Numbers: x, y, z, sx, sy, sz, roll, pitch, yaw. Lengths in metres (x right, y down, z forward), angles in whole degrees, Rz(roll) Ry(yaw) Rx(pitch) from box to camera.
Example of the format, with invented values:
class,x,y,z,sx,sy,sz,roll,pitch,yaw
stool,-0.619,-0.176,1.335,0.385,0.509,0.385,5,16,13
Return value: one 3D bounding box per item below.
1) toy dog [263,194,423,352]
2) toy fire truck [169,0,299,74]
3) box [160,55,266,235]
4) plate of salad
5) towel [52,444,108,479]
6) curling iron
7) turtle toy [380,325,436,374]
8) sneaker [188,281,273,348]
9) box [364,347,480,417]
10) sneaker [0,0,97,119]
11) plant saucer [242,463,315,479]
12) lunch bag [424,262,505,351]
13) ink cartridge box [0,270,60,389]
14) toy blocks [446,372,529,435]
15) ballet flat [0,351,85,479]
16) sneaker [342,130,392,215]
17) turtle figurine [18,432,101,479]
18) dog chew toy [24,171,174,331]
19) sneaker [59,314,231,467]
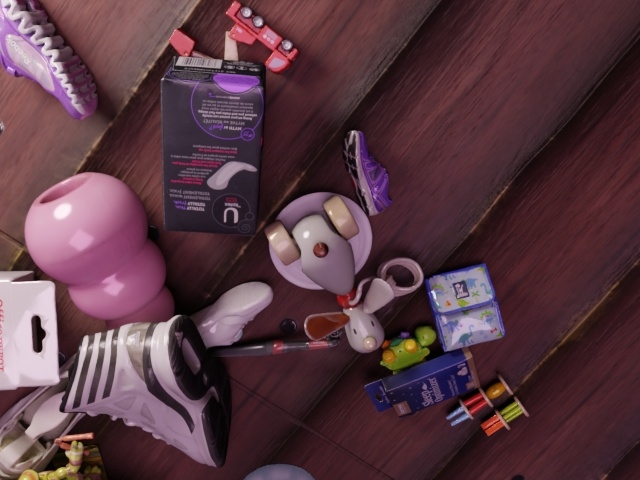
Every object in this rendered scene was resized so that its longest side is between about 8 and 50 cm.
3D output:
class,x,y,z,sx,sy,sz,roll,pitch,yaw
toy dog,0.041,0.077,1.198,0.333,0.161,0.220,40,101,-20
toy fire truck,-0.148,-0.336,1.151,0.192,0.047,0.135,36,103,-16
box,-0.181,-0.160,1.137,0.165,0.143,0.270,4,119,-6
plate of salad,0.000,0.000,1.276,0.199,0.048,0.200,-3,111,-7
towel,-0.506,0.551,1.440,0.102,0.021,0.237,-8,110,-1
curling iron,-0.089,0.211,1.341,0.274,0.068,0.035,-12,111,5
turtle toy,0.179,0.221,1.355,0.130,0.066,0.095,-27,135,5
sneaker,-0.173,0.159,1.313,0.212,0.080,0.094,-28,120,12
box,0.214,0.302,1.373,0.225,0.036,0.136,-22,138,4
sneaker,-0.476,-0.301,1.120,0.104,0.095,0.236,-30,104,13
plant saucer,-0.093,0.589,1.477,0.195,0.037,0.195,-1,108,-4
lunch bag,0.286,0.132,1.325,0.128,0.096,0.151,-14,93,3
ink cartridge box,-0.648,0.165,1.225,0.353,0.119,0.207,-1,95,-4
toy blocks,0.356,0.371,1.428,0.148,0.054,0.123,-35,107,8
ballet flat,-0.566,0.374,1.314,0.139,0.139,0.400,41,101,-16
sneaker,0.091,-0.131,1.242,0.071,0.068,0.170,-26,118,-12
turtle figurine,-0.516,0.472,1.296,0.269,0.217,0.087,-33,65,-3
dog chew toy,-0.374,0.047,1.191,0.206,0.207,0.332,-23,116,3
sneaker,-0.325,0.293,1.255,0.257,0.169,0.447,-3,138,7
